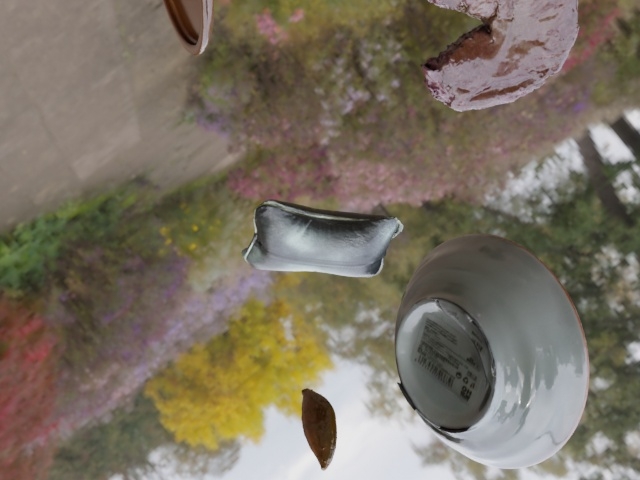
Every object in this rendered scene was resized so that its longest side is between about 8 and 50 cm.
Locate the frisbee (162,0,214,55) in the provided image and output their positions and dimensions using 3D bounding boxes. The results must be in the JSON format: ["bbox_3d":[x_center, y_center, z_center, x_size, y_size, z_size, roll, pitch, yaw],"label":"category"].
[{"bbox_3d":[-0.162,-0.330,1.125,0.021,0.251,0.251,-15,173,-17],"label":"frisbee"}]

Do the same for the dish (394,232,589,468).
[{"bbox_3d":[0.154,0.126,1.085,0.085,0.260,0.260,-9,159,-41],"label":"dish"}]

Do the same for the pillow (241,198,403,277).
[{"bbox_3d":[0.000,0.002,0.924,0.055,0.135,0.091,-97,-162,-62],"label":"pillow"}]

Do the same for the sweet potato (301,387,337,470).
[{"bbox_3d":[0.000,0.178,0.966,0.034,0.034,0.095,-39,-137,24],"label":"sweet potato"}]

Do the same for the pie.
[{"bbox_3d":[0.199,-0.254,1.143,0.204,0.219,0.054,-26,-150,-9],"label":"pie"}]
